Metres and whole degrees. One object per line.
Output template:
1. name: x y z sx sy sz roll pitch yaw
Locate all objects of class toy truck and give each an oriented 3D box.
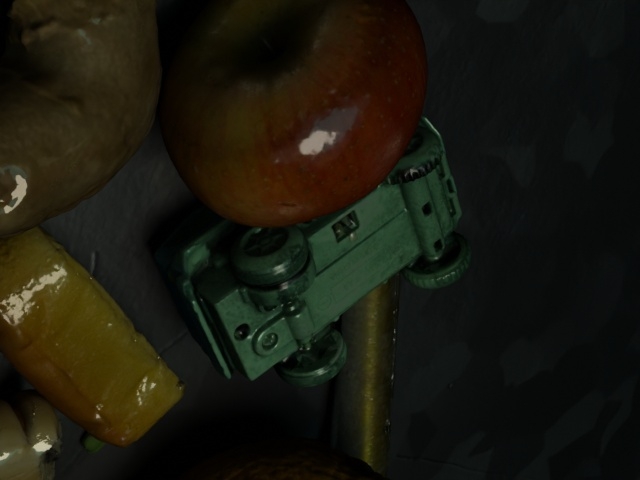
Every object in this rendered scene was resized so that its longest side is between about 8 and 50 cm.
1. toy truck: 0.000 0.000 1.189 0.279 0.156 0.155 -36 131 -19

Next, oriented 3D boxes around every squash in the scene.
1. squash: -0.188 0.156 1.217 0.027 0.027 0.089 23 99 -44

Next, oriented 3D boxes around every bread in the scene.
1. bread: -0.286 0.186 1.108 0.177 0.084 0.119 -11 133 -34
2. bread: -0.208 0.078 1.104 0.094 0.102 0.245 -42 134 -9

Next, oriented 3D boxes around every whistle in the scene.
1. whistle: 0.046 0.132 1.368 0.068 0.057 0.326 -16 122 -32

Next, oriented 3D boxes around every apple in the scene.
1. apple: -0.018 -0.114 1.076 0.235 0.210 0.173 -44 141 -12

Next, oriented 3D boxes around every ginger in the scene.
1. ginger: -0.214 -0.085 0.989 0.152 0.138 0.267 46 69 -30

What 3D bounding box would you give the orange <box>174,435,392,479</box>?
1. orange: -0.048 0.358 1.236 0.357 0.322 0.322 -54 135 -9
